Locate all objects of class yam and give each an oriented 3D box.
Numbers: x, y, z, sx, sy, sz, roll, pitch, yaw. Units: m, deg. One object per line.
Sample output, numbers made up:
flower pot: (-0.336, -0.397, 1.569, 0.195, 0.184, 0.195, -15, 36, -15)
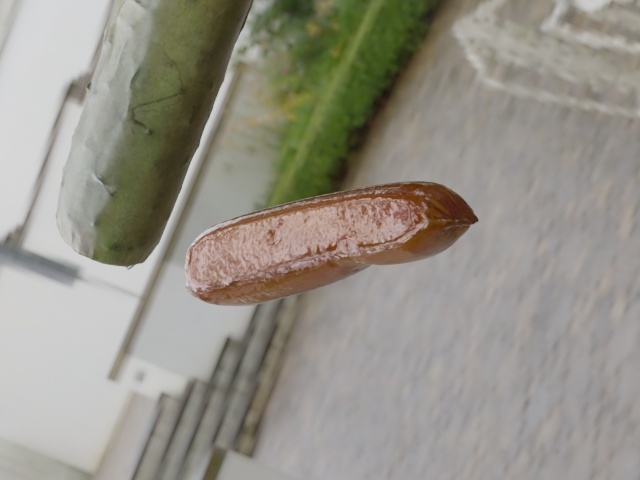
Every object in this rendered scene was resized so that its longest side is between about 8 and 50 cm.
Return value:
yam: (-0.055, -0.157, 0.828, 0.083, 0.083, 0.372, -80, 13, -69)

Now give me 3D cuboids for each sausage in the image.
sausage: (0.000, 0.000, 1.643, 0.097, 0.348, 0.094, -5, -98, -55)

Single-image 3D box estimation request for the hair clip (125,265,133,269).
hair clip: (-0.236, -0.020, 1.735, 0.030, 0.115, 0.039, -46, -24, 16)
